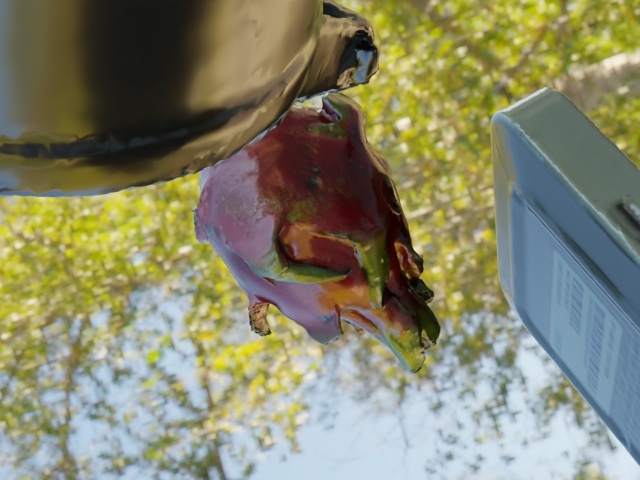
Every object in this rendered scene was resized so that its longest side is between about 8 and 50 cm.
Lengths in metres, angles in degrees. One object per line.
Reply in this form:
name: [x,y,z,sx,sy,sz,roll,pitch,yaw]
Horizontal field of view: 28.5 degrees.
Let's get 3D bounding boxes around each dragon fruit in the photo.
dragon fruit: [-0.003,-0.008,1.110,0.269,0.198,0.200,45,-170,-39]

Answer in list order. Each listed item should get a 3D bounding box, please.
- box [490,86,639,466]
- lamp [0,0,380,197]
box: [0.292,0.080,1.201,0.373,0.090,0.367,54,170,33]
lamp: [-0.076,-0.163,0.359,0.205,0.272,0.374,28,-155,13]
